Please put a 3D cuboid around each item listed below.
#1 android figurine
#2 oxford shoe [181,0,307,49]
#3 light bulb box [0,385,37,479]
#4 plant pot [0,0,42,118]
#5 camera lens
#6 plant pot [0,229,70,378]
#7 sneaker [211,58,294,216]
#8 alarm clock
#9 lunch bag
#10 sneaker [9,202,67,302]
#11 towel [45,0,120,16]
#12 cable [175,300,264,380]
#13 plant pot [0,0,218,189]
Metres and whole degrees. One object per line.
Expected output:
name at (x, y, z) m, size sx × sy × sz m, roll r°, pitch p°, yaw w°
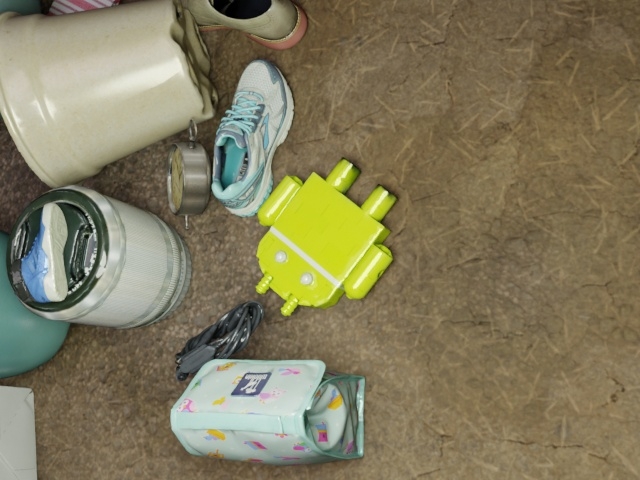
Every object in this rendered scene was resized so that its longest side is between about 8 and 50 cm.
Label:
android figurine at (0.000, 0.000, 1.396) m, size 0.248 × 0.056 × 0.273 m, roll 41°, pitch 94°, yaw 23°
oxford shoe at (-0.193, -0.453, 1.519) m, size 0.348 × 0.130 × 0.123 m, roll 18°, pitch 87°, yaw 24°
light bulb box at (-0.759, 0.388, 1.457) m, size 0.361 × 0.358 × 0.225 m, roll -13°, pitch 73°, yaw 18°
plant pot at (-0.687, -0.432, 1.625) m, size 0.341 × 0.341 × 0.334 m, roll -22°, pitch 80°, yaw 17°
camera lens at (-0.373, 0.036, 1.416) m, size 0.220 × 0.274 × 0.219 m, roll -4°, pitch 78°, yaw 21°
plant pot at (-0.591, 0.116, 1.486) m, size 0.293 × 0.235 × 0.292 m, roll -16°, pitch 66°, yaw 41°
sneaker at (-0.124, -0.188, 1.444) m, size 0.110 × 0.122 × 0.282 m, roll 4°, pitch 81°, yaw 22°
alarm clock at (-0.228, -0.125, 1.460) m, size 0.129 × 0.064 × 0.192 m, roll -121°, pitch 33°, yaw -49°
lunch bag at (-0.072, 0.261, 1.259) m, size 0.224 × 0.262 × 0.160 m, roll -2°, pitch 79°, yaw 22°
sneaker at (-0.433, 0.020, 1.260) m, size 0.085 × 0.058 × 0.152 m, roll -7°, pitch 84°, yaw 12°
towel at (-0.467, -0.502, 1.699) m, size 0.144 × 0.029 × 0.197 m, roll 32°, pitch 90°, yaw 24°
cable at (-0.164, 0.162, 1.387) m, size 0.184 × 0.150 × 0.047 m, roll -36°, pitch 99°, yaw 11°
plant pot at (-0.361, -0.286, 1.476) m, size 0.306 × 0.334 × 0.333 m, roll -16°, pitch 74°, yaw 7°
